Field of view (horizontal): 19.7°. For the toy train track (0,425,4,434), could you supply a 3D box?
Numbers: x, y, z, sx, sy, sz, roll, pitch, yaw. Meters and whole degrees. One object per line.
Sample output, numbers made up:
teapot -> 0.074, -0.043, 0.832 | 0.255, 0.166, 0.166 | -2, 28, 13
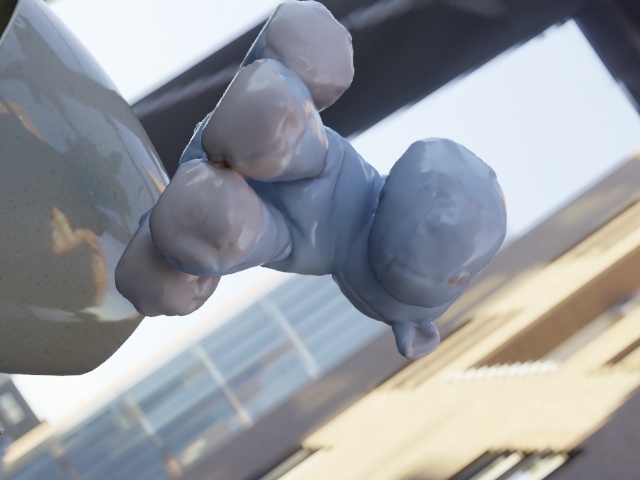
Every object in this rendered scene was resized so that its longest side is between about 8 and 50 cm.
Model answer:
toy train track -> -0.224, 0.093, 1.084 | 0.083, 0.014, 0.048 | 34, -13, -5

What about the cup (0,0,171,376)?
cup -> -0.255, -0.018, 1.563 | 0.237, 0.331, 0.331 | 35, -8, -19

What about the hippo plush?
hippo plush -> 0.000, 0.000, 1.347 | 0.237, 0.234, 0.294 | 32, -29, -6
